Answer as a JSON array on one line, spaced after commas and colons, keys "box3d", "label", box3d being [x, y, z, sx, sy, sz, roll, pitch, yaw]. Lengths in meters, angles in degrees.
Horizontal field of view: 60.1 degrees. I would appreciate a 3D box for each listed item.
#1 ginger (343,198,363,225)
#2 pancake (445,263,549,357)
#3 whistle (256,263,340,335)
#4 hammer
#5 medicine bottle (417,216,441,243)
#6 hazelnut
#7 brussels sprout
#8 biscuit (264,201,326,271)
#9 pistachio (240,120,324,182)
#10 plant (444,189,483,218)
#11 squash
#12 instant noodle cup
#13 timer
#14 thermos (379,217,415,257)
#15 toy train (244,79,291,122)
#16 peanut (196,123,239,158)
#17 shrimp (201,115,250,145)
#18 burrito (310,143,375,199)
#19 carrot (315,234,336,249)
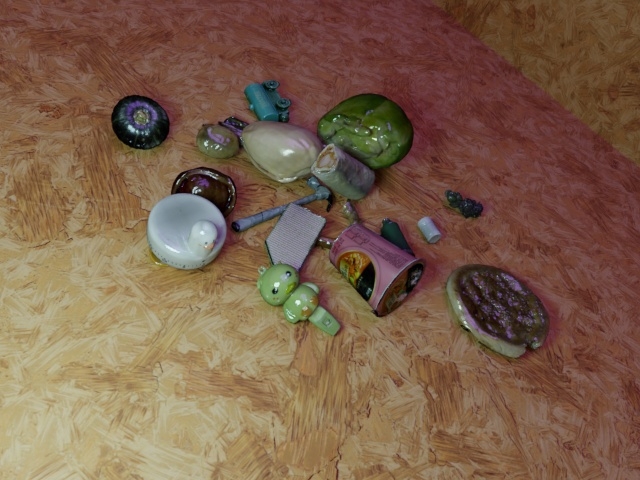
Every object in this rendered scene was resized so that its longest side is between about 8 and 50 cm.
[{"box3d": [0.116, -0.088, 2.009, 0.057, 0.044, 0.137, 20, 43, -48], "label": "ginger"}, {"box3d": [0.615, 0.231, 1.898, 0.381, 0.071, 0.383, 11, 46, -12], "label": "pancake"}, {"box3d": [-0.064, 0.170, 1.634, 0.294, 0.141, 0.141, 34, 46, 10], "label": "whistle"}, {"box3d": [-0.133, -0.116, 1.936, 0.426, 0.044, 0.152, -22, 61, -34], "label": "hammer"}, {"box3d": [0.407, -0.039, 2.069, 0.057, 0.057, 0.089, -8, 53, -28], "label": "medicine bottle"}, {"box3d": [-0.367, -0.152, 1.777, 0.201, 0.170, 0.161, 13, 38, 6], "label": "hazelnut"}, {"box3d": [0.176, -0.415, 2.159, 0.370, 0.276, 0.315, -2, 42, 11], "label": "brussels sprout"}, {"box3d": [-0.092, -0.001, 1.815, 0.150, 0.052, 0.252, 24, 55, 6], "label": "biscuit"}, {"box3d": [-0.139, -0.331, 2.010, 0.317, 0.193, 0.214, 24, 77, 7], "label": "pistachio"}, {"box3d": [0.575, -0.146, 2.226, 0.174, 0.087, 0.085, 29, 15, -2], "label": "plant"}, {"box3d": [-0.621, -0.408, 1.916, 0.193, 0.156, 0.194, 0, 87, 0], "label": "squash"}, {"box3d": [0.168, 0.081, 1.769, 0.255, 0.244, 0.243, 39, 46, 26], "label": "instant noodle cup"}, {"box3d": [-0.384, -0.036, 1.612, 0.233, 0.240, 0.234, 12, 54, -18], "label": "timer"}, {"box3d": [0.265, 0.002, 1.972, 0.073, 0.083, 0.188, 16, 40, -39], "label": "thermos"}, {"box3d": [-0.219, -0.564, 2.277, 0.159, 0.101, 0.248, -18, 56, -18], "label": "toy train"}, {"box3d": [-0.370, -0.357, 2.012, 0.159, 0.109, 0.141, 25, 54, -15], "label": "peanut"}, {"box3d": [-0.319, -0.430, 2.133, 0.254, 0.059, 0.145, 20, 42, -4], "label": "shrimp"}, {"box3d": [0.093, -0.240, 2.018, 0.105, 0.144, 0.299, 21, -2, 36], "label": "burrito"}, {"box3d": [0.000, 0.000, 1.878, 0.190, 0.047, 0.047, 17, 45, -4], "label": "carrot"}]
